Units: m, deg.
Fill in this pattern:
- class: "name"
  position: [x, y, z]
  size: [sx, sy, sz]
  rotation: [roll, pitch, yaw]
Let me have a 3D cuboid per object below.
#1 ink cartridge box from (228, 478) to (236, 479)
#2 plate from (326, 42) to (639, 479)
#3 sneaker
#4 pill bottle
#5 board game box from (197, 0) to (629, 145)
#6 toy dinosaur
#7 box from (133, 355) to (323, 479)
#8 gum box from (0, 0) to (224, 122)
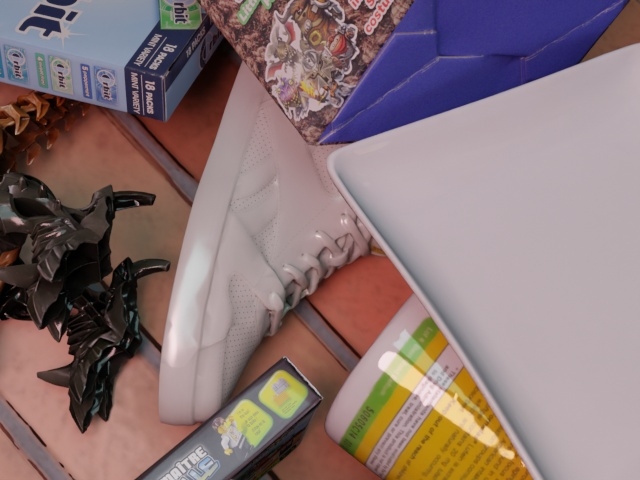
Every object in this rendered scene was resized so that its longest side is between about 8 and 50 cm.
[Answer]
- class: "ink cartridge box"
  position: [0.083, 0.339, 0.681]
  size: [0.395, 0.166, 0.285]
  rotation: [19, 65, 0]
- class: "plate"
  position: [0.179, 0.021, 0.764]
  size: [0.278, 0.045, 0.277]
  rotation: [-22, 64, -26]
- class: "sneaker"
  position: [0.000, 0.000, 0.848]
  size: [0.169, 0.108, 0.292]
  rotation: [15, 64, 1]
- class: "pill bottle"
  position: [0.136, 0.138, 0.787]
  size: [0.245, 0.136, 0.136]
  rotation: [37, 66, 11]
- class: "board game box"
  position: [0.026, -0.216, 0.849]
  size: [0.232, 0.141, 0.291]
  rotation: [-9, 53, -47]
- class: "toy dinosaur"
  position: [-0.225, 0.001, 0.798]
  size: [0.218, 0.164, 0.322]
  rotation: [21, 81, 17]
- class: "box"
  position: [-0.092, 0.161, 0.760]
  size: [0.207, 0.114, 0.036]
  rotation: [-38, 77, -21]
- class: "gum box"
  position: [-0.161, -0.160, 0.871]
  size: [0.184, 0.041, 0.157]
  rotation: [14, 44, 11]
